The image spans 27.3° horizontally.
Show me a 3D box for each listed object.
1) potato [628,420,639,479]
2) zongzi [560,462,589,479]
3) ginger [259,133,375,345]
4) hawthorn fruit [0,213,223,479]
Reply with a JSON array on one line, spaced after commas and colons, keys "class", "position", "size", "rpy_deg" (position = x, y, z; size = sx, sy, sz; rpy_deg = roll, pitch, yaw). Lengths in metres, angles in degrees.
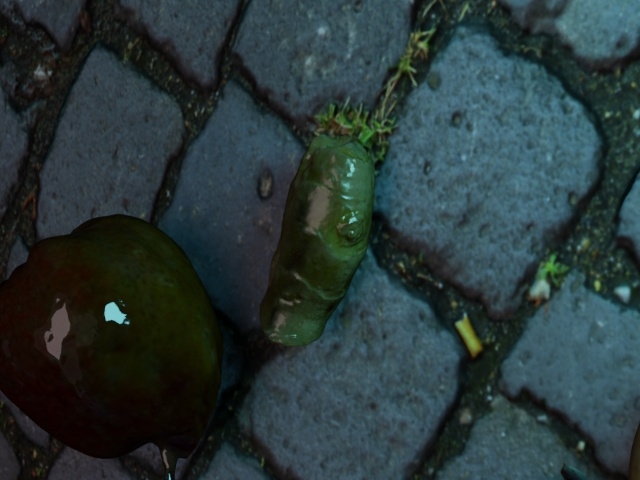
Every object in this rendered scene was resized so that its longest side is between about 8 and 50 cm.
[{"class": "potato", "position": [0.378, 0.212, 1.264], "size": [0.150, 0.146, 0.234], "rpy_deg": [12, 100, 8]}, {"class": "zongzi", "position": [0.489, 0.140, 1.066], "size": [0.499, 0.218, 0.467], "rpy_deg": [22, 93, 14]}, {"class": "ginger", "position": [0.000, 0.000, 1.601], "size": [0.116, 0.109, 0.263], "rpy_deg": [23, 108, 11]}, {"class": "hawthorn fruit", "position": [-0.277, 0.129, 1.729], "size": [0.324, 0.308, 0.308], "rpy_deg": [26, 108, 28]}]
